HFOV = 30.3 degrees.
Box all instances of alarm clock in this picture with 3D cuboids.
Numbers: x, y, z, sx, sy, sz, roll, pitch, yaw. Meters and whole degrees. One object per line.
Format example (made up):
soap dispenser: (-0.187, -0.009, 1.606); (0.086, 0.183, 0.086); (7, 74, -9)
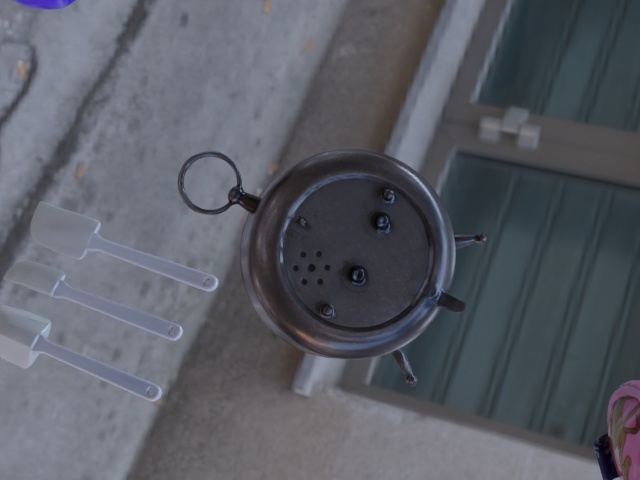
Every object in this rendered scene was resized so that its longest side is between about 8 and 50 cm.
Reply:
alarm clock: (0.000, 0.000, 0.728); (0.129, 0.192, 0.064); (-64, -176, -8)

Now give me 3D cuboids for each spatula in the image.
spatula: (-0.229, 0.067, 1.195); (0.168, 0.242, 0.019); (-64, 154, -14)

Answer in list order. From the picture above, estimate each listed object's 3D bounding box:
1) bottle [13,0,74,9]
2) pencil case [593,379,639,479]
bottle: (-0.270, -0.238, 0.728); (0.092, 0.283, 0.118); (-66, 175, -51)
pencil case: (0.427, 0.167, 0.947); (0.167, 0.386, 0.160); (93, -12, -71)
